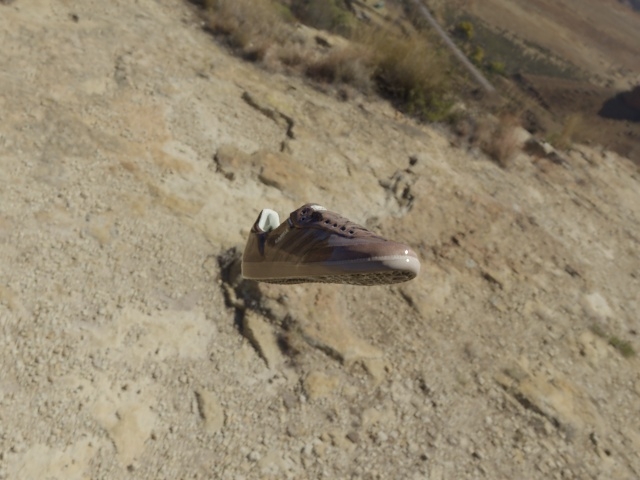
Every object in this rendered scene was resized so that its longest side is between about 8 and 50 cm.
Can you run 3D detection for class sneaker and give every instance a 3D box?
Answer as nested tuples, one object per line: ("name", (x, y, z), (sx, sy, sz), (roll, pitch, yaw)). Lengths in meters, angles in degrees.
("sneaker", (0.000, 0.000, 0.583), (0.066, 0.189, 0.071), (14, 77, -47))
